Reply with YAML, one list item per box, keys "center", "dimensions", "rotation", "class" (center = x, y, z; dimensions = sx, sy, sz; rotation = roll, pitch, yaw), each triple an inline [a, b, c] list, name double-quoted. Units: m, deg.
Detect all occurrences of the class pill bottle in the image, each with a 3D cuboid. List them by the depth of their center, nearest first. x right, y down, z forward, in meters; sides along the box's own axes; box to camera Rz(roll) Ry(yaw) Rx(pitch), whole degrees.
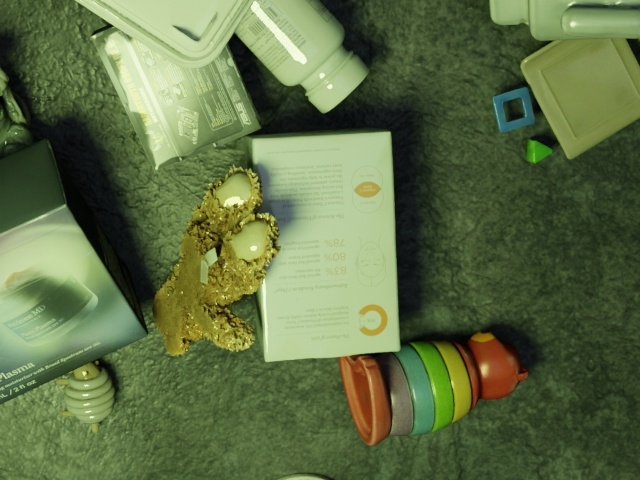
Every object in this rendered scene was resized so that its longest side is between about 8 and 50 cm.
- center: [-0.037, -0.314, 1.567]
  dimensions: [0.131, 0.131, 0.229]
  rotation: [-44, 102, 0]
  class: "pill bottle"

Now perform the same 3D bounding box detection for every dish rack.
- center: [-0.189, -0.430, 1.399]
  dimensions: [0.286, 0.072, 0.332]
  rotation: [32, 98, -22]
  class: "dish rack"

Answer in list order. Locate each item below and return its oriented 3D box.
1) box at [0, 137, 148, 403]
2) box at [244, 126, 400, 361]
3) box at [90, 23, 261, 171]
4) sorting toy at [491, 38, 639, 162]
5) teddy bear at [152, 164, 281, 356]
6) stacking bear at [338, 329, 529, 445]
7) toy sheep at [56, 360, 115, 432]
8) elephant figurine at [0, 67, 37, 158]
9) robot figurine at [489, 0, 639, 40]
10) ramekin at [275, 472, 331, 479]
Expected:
- center: [-0.456, 0.060, 1.477]
  dimensions: [0.296, 0.182, 0.294]
  rotation: [-26, 133, -4]
  class: "box"
- center: [0.000, 0.000, 1.603]
  dimensions: [0.215, 0.168, 0.345]
  rotation: [-4, 99, -8]
  class: "box"
- center: [-0.216, -0.244, 1.543]
  dimensions: [0.183, 0.056, 0.231]
  rotation: [-22, 110, 4]
  class: "box"
- center: [0.447, -0.262, 1.691]
  dimensions: [0.348, 0.047, 0.196]
  rotation: [-31, 106, -3]
  class: "sorting toy"
- center: [-0.145, 0.041, 1.527]
  dimensions: [0.113, 0.245, 0.337]
  rotation: [-6, 130, -37]
  class: "teddy bear"
- center: [0.197, 0.230, 1.679]
  dimensions: [0.289, 0.175, 0.164]
  rotation: [-12, 98, -14]
  class: "stacking bear"
- center: [-0.374, 0.251, 1.632]
  dimensions: [0.091, 0.091, 0.132]
  rotation: [-9, 114, -7]
  class: "toy sheep"
- center: [-0.495, -0.159, 1.524]
  dimensions: [0.170, 0.239, 0.185]
  rotation: [-14, 61, 19]
  class: "elephant figurine"
- center: [0.439, -0.413, 1.558]
  dimensions: [0.354, 0.299, 0.199]
  rotation: [1, 142, 14]
  class: "robot figurine"
- center: [-0.028, 0.511, 1.708]
  dimensions: [0.207, 0.109, 0.207]
  rotation: [-1, 99, -8]
  class: "ramekin"
